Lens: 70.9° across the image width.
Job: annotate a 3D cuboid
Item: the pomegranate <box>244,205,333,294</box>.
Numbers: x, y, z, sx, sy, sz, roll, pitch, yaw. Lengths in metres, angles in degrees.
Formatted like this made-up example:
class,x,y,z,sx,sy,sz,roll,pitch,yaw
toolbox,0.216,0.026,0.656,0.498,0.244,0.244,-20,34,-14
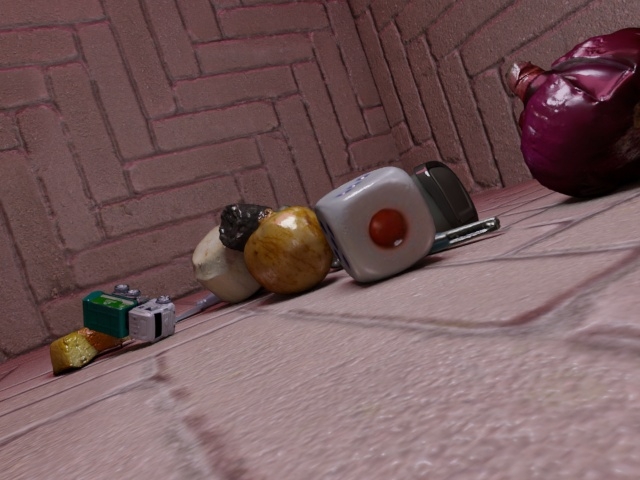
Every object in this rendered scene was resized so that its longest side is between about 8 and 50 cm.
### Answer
class,x,y,z,sx,sy,sz,roll,pitch,yaw
pomegranate,-0.081,0.022,1.154,0.248,0.248,0.248,-19,1,0

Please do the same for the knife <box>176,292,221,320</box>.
class,x,y,z,sx,sy,sz,roll,pitch,yaw
knife,-0.431,0.237,1.573,0.080,0.044,0.331,-15,8,28

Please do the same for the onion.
class,x,y,z,sx,sy,sz,roll,pitch,yaw
onion,0.619,-0.316,1.099,0.398,0.398,0.420,-20,35,-25

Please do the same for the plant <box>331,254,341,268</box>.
class,x,y,z,sx,sy,sz,roll,pitch,yaw
plant,0.081,-0.012,1.389,0.204,0.178,0.234,-14,6,22

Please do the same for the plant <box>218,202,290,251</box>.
class,x,y,z,sx,sy,sz,roll,pitch,yaw
plant,-0.153,-0.038,1.324,0.275,0.149,0.146,2,21,-34

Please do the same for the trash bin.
class,x,y,z,sx,sy,sz,roll,pitch,yaw
trash bin,0.272,-0.083,1.271,0.250,0.219,0.220,-26,-5,34

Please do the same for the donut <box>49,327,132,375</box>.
class,x,y,z,sx,sy,sz,roll,pitch,yaw
donut,-0.650,0.293,1.238,0.152,0.101,0.259,-24,4,15

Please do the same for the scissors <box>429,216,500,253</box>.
class,x,y,z,sx,sy,sz,roll,pitch,yaw
scissors,0.260,0.007,1.018,0.289,0.041,0.138,-23,1,26

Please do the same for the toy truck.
class,x,y,z,sx,sy,sz,roll,pitch,yaw
toy truck,-0.507,0.193,1.179,0.253,0.114,0.124,9,14,24

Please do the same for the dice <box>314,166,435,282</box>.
class,x,y,z,sx,sy,sz,roll,pitch,yaw
dice,0.112,-0.035,0.945,0.193,0.194,0.192,-30,11,-5

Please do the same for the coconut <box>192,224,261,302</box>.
class,x,y,z,sx,sy,sz,roll,pitch,yaw
coconut,-0.271,0.083,1.460,0.237,0.266,0.237,-27,42,28
